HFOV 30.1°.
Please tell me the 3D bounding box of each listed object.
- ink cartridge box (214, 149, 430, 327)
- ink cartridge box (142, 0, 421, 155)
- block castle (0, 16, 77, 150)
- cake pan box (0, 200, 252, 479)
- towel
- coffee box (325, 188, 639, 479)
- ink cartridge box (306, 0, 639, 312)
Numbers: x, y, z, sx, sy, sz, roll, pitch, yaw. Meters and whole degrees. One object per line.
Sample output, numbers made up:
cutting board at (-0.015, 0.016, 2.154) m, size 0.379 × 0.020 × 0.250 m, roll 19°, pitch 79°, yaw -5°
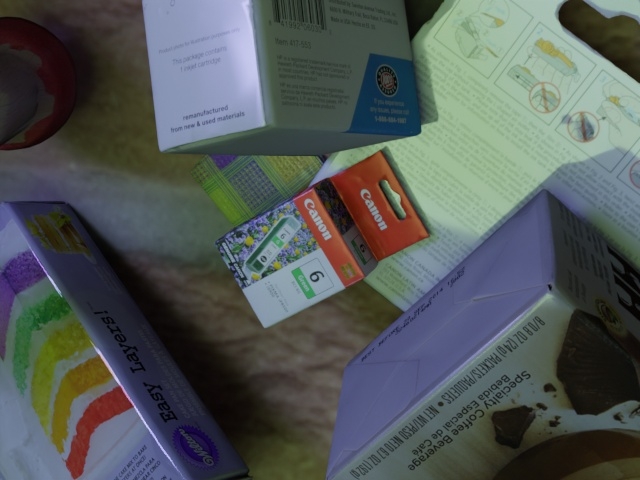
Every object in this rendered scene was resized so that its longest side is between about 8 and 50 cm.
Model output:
ink cartridge box at (0.000, 0.000, 0.709) m, size 0.115 × 0.029 × 0.063 m, roll -28°, pitch 96°, yaw 26°
ink cartridge box at (-0.023, -0.145, 0.637) m, size 0.082 × 0.140 × 0.190 m, roll -10°, pitch 86°, yaw 37°
block castle at (-0.402, -0.025, 0.735) m, size 0.303 × 0.213 × 0.453 m, roll 40°, pitch 100°, yaw -11°
cake pan box at (-0.203, 0.146, 0.826) m, size 0.267 × 0.070 × 0.245 m, roll -48°, pitch 64°, yaw 26°
towel at (-0.039, -0.048, 0.777) m, size 0.083 × 0.009 × 0.060 m, roll -37°, pitch 92°, yaw 27°
coffee box at (0.172, 0.139, 0.660) m, size 0.297 × 0.119 × 0.168 m, roll 39°, pitch 116°, yaw -13°
ink cartridge box at (0.119, -0.044, 0.696) m, size 0.189 × 0.066 × 0.232 m, roll 38°, pitch 112°, yaw 5°
